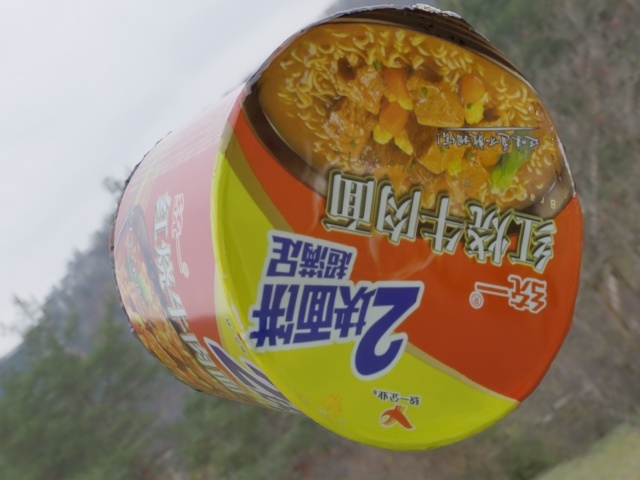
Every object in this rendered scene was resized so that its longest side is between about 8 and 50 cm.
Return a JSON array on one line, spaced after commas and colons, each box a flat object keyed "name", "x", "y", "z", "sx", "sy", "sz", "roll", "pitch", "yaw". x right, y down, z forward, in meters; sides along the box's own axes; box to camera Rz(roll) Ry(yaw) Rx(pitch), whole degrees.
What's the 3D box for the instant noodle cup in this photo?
[{"name": "instant noodle cup", "x": 0.000, "y": 0.000, "z": 0.742, "sx": 0.213, "sy": 0.213, "sz": 0.174, "roll": -37, "pitch": 14, "yaw": -29}]
